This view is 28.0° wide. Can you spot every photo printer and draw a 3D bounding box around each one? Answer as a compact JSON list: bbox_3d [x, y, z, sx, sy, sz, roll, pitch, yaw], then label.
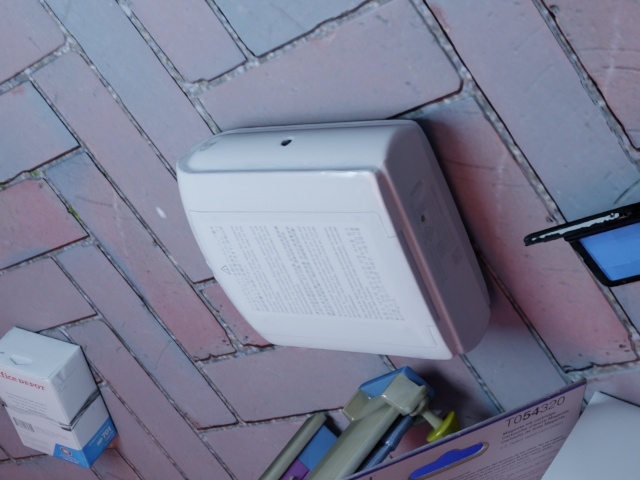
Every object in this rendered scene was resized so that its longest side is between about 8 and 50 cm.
[{"bbox_3d":[0.000,0.000,1.331,0.307,0.107,0.256,0,127,40],"label":"photo printer"}]

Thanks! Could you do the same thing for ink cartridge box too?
[{"bbox_3d":[-0.403,0.235,1.916,0.139,0.082,0.191,13,133,30],"label":"ink cartridge box"},{"bbox_3d":[0.114,0.285,1.364,0.071,0.324,0.330,54,155,42],"label":"ink cartridge box"}]

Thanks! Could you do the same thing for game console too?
[{"bbox_3d":[0.265,0.008,1.153,0.122,0.107,0.071,-20,85,47],"label":"game console"}]

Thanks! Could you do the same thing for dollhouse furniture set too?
[{"bbox_3d":[0.040,0.331,1.479,0.198,0.286,0.303,43,153,-4],"label":"dollhouse furniture set"}]

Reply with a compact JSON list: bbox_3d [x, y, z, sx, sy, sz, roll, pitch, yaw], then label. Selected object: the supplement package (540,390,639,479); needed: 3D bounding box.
[{"bbox_3d":[0.326,0.337,1.335,0.177,0.175,0.293,20,138,27],"label":"supplement package"}]
